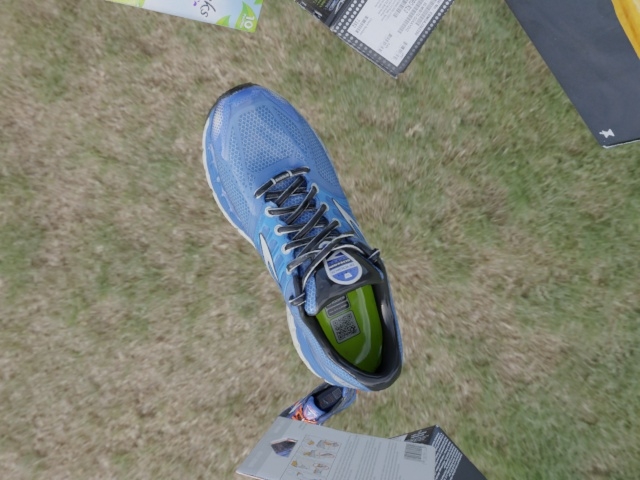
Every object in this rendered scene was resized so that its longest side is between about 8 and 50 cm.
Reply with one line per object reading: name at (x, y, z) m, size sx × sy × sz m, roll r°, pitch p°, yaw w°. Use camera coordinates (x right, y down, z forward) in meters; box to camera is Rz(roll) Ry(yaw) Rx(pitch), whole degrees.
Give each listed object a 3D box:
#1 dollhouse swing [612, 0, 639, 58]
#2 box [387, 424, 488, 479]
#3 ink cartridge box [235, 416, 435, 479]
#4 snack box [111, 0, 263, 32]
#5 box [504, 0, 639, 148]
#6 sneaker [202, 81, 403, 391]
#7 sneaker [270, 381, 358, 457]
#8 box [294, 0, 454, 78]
dollhouse swing at (0.385, -0.175, 0.648) m, size 0.305 × 0.315 × 0.347 m, roll 17°, pitch 78°, yaw 17°
box at (0.209, 0.477, 1.503) m, size 0.270 × 0.143 × 0.165 m, roll 49°, pitch 137°, yaw -11°
ink cartridge box at (0.032, 0.344, 1.244) m, size 0.261 × 0.296 × 0.066 m, roll 9°, pitch 94°, yaw 8°
snack box at (-0.114, -0.245, 0.741) m, size 0.141 × 0.037 × 0.100 m, roll 7°, pitch 116°, yaw -25°
box at (0.650, -0.538, 1.769) m, size 0.480 × 0.297 × 0.471 m, roll 47°, pitch 56°, yaw -26°
sneaker at (0.000, 0.000, 0.822) m, size 0.130 × 0.147 × 0.330 m, roll -31°, pitch 103°, yaw -14°
sneaker at (-0.023, 0.334, 1.669) m, size 0.221 × 0.087 × 0.083 m, roll -43°, pitch 75°, yaw -7°
box at (0.089, -0.261, 0.623) m, size 0.060 × 0.216 × 0.270 m, roll 32°, pitch 102°, yaw -18°
